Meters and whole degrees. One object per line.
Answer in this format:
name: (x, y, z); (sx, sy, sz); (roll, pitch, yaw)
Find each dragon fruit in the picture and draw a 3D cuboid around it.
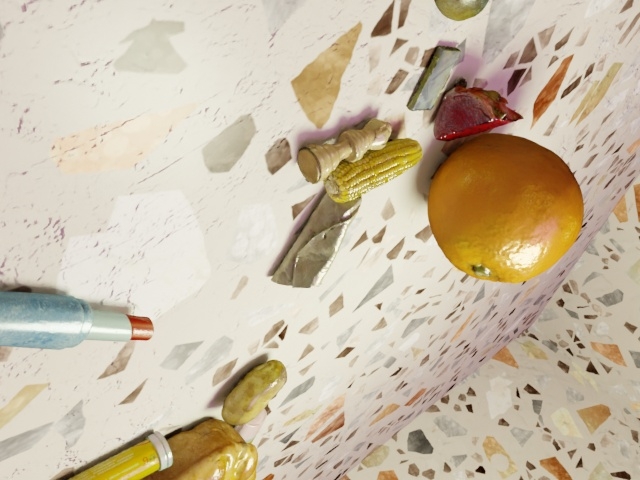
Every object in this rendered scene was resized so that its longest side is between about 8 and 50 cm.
dragon fruit: (0.274, -0.240, 1.094); (0.147, 0.096, 0.102); (-10, 174, 41)

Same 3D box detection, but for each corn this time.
corn: (0.089, -0.122, 1.019); (0.203, 0.072, 0.072); (-28, 149, -31)

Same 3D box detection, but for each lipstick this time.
lipstick: (-0.314, 0.106, 0.783); (0.068, 0.061, 0.274); (-52, 152, 9)

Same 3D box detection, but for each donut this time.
donut: (-0.280, 0.535, 1.337); (0.317, 0.150, 0.299); (-49, 153, 9)

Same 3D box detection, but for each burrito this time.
burrito: (0.000, 0.000, 1.067); (0.226, 0.086, 0.060); (-60, -172, 22)

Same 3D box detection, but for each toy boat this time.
toy boat: (0.189, -0.267, 1.018); (0.063, 0.016, 0.115); (-14, 139, -45)

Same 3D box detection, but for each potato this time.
potato: (-0.141, 0.325, 1.313); (0.170, 0.080, 0.107); (-51, 152, 1)

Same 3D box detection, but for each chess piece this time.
chess piece: (0.046, -0.145, 0.947); (0.171, 0.060, 0.060); (-29, 149, -30)

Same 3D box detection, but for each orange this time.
orange: (0.367, -0.062, 1.237); (0.312, 0.312, 0.312); (-34, 151, -21)

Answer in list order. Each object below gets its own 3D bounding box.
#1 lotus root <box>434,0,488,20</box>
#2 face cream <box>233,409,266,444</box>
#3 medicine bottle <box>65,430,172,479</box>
lotus root: (0.188, -0.374, 0.790); (0.113, 0.088, 0.192); (-57, 155, -12)
face cream: (-0.197, 0.490, 1.490); (0.084, 0.057, 0.198); (-25, 150, -58)
medicine bottle: (-0.388, 0.437, 1.136); (0.218, 0.074, 0.074); (-19, 144, -38)
